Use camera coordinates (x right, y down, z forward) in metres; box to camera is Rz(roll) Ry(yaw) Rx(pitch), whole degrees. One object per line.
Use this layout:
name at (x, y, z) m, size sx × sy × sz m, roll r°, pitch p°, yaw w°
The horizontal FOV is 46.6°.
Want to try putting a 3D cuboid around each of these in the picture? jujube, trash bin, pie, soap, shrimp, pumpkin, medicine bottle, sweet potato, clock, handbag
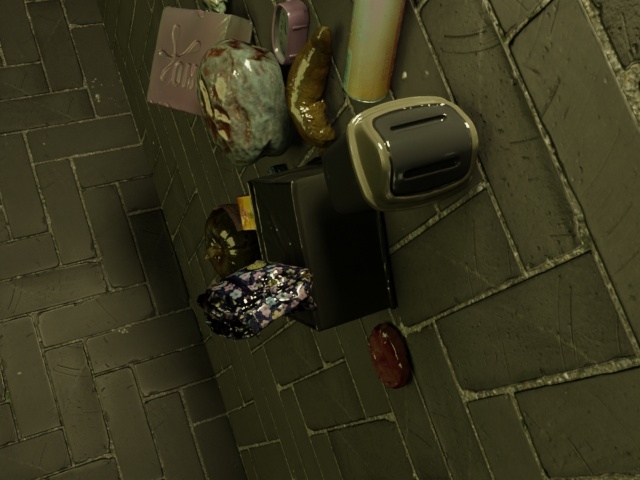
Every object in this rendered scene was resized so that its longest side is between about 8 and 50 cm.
jujube at (-0.188, -0.340, 1.823) m, size 0.246 × 0.216 × 0.307 m, roll -113°, pitch 8°, yaw -73°
trash bin at (0.129, -0.138, 1.294) m, size 0.290 × 0.210 × 0.182 m, roll 162°, pitch 91°, yaw -72°
pie at (0.155, 0.262, 1.676) m, size 0.154 × 0.036 × 0.154 m, roll 44°, pitch 142°, yaw 50°
soap at (-0.335, -0.489, 2.052) m, size 0.296 × 0.107 × 0.285 m, roll 18°, pitch 100°, yaw 39°
shrimp at (-0.257, -0.720, 2.006) m, size 0.287 × 0.068 × 0.185 m, roll -6°, pitch 103°, yaw 57°
pumpkin at (-0.275, 0.017, 2.304) m, size 0.260 × 0.189 × 0.260 m, roll 48°, pitch 146°, yaw 47°
medicine bottle at (0.107, -0.444, 1.288) m, size 0.108 × 0.108 × 0.425 m, roll 56°, pitch 152°, yaw 37°
sweet potato at (-0.022, -0.331, 1.649) m, size 0.124 × 0.098 × 0.309 m, roll 23°, pitch 126°, yaw 35°
clock at (-0.076, -0.489, 1.730) m, size 0.110 × 0.050 × 0.152 m, roll 57°, pitch 150°, yaw 37°
handbag at (-0.138, 0.118, 1.519) m, size 0.229 × 0.208 × 0.126 m, roll 13°, pitch 121°, yaw 59°

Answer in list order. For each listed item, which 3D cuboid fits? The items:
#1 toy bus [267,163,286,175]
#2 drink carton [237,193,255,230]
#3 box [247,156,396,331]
toy bus at (-0.097, -0.122, 2.002) m, size 0.065 × 0.047 × 0.165 m, roll 145°, pitch 109°, yaw -68°
drink carton at (-0.112, -0.081, 1.925) m, size 0.223 × 0.071 × 0.096 m, roll -3°, pitch 101°, yaw 43°
box at (0.001, 0.000, 1.652) m, size 0.251 × 0.205 × 0.344 m, roll 12°, pitch 115°, yaw 63°
